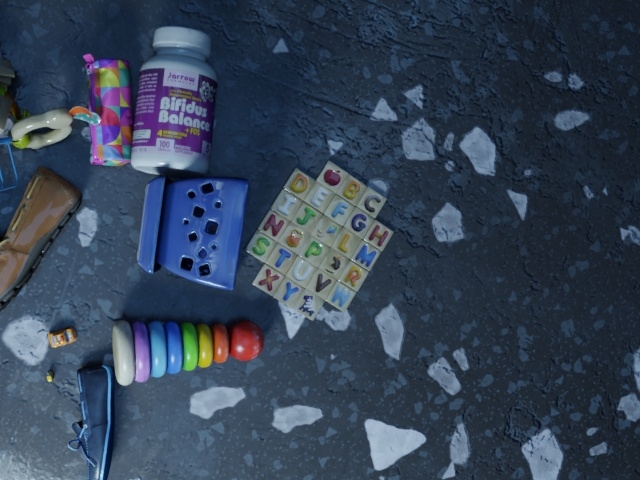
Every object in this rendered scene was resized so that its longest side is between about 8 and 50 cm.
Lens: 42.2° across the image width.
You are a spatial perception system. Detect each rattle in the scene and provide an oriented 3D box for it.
[{"bbox_3d":[-0.568,-0.281,1.745,0.199,0.130,0.143,-26,60,25],"label":"rattle"}]

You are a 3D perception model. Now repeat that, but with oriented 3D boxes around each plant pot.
[{"bbox_3d":[-0.272,-0.027,1.783,0.212,0.236,0.236,7,91,-6],"label":"plant pot"}]

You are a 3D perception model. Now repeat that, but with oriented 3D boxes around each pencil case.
[{"bbox_3d":[-0.459,-0.279,1.793,0.104,0.104,0.237,-6,93,-13],"label":"pencil case"}]

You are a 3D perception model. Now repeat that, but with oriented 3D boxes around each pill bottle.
[{"bbox_3d":[-0.310,-0.296,1.786,0.169,0.169,0.302,5,87,-13],"label":"pill bottle"}]

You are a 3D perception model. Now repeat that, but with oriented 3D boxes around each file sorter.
[{"bbox_3d":[-0.723,-0.142,1.692,0.170,0.118,0.105,-8,100,21],"label":"file sorter"}]

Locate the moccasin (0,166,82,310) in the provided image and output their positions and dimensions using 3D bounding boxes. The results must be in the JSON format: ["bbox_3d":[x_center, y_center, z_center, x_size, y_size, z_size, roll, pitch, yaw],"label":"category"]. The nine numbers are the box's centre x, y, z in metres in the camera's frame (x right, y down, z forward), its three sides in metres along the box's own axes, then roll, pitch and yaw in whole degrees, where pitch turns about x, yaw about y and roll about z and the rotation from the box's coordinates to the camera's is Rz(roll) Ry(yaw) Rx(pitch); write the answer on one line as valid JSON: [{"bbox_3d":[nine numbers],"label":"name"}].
[{"bbox_3d":[-0.658,0.018,1.735,0.147,0.139,0.380,34,84,-11],"label":"moccasin"}]

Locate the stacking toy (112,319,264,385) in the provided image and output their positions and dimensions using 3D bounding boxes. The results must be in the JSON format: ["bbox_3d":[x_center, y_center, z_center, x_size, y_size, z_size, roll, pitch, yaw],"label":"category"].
[{"bbox_3d":[-0.288,0.234,1.845,0.330,0.141,0.141,-3,93,-20],"label":"stacking toy"}]

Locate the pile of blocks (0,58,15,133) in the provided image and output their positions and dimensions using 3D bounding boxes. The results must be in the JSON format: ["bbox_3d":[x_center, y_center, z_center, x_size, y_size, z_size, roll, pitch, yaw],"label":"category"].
[{"bbox_3d":[-0.737,-0.364,1.720,0.148,0.112,0.362,-1,68,-48],"label":"pile of blocks"}]

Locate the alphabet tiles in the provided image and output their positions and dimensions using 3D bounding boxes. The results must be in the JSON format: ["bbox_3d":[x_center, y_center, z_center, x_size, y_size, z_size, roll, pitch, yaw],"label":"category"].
[{"bbox_3d":[0.000,0.000,1.952,0.285,0.011,0.343,33,84,-12],"label":"alphabet tiles"}]

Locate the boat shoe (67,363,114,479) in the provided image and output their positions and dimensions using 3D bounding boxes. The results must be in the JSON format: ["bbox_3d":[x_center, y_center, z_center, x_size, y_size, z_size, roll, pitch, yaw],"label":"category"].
[{"bbox_3d":[-0.499,0.403,1.817,0.088,0.109,0.259,1,75,-6],"label":"boat shoe"}]

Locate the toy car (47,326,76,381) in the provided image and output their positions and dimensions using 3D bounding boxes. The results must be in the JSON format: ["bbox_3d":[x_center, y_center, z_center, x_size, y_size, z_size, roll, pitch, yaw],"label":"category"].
[{"bbox_3d":[-0.566,0.251,1.814,0.060,0.040,0.122,2,91,-13],"label":"toy car"}]
